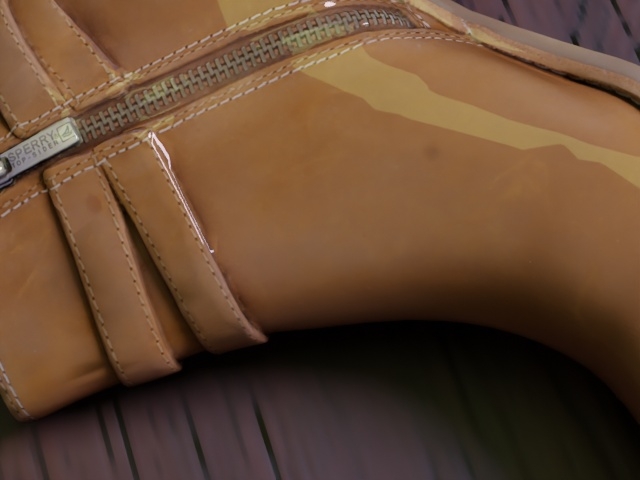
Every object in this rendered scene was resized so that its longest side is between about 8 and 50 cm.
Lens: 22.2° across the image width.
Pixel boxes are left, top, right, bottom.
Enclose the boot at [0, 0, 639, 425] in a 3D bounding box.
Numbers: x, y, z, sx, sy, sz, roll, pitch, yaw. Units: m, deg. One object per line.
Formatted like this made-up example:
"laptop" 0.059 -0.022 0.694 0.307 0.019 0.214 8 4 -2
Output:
"boot" 0.000 0.000 0.499 0.220 0.109 0.283 -30 81 -2
